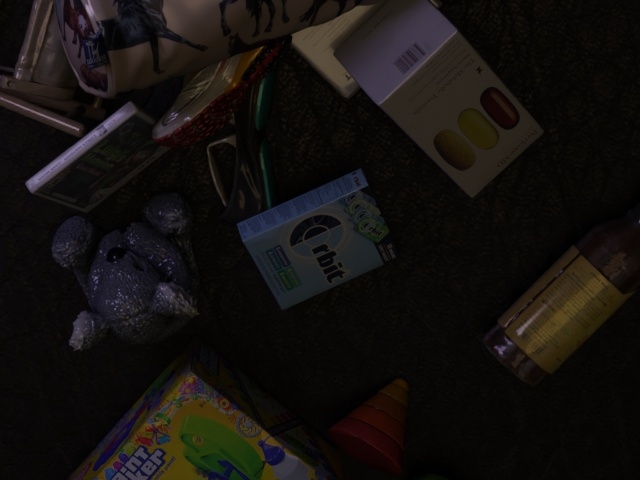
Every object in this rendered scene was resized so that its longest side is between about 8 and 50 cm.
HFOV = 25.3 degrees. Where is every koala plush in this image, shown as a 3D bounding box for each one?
[{"bbox_3d":[-0.243,0.071,1.894,0.196,0.221,0.203,-16,108,-1],"label":"koala plush"}]

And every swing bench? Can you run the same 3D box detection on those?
[{"bbox_3d":[-0.375,-0.298,1.832,0.255,0.165,0.253,19,103,-2],"label":"swing bench"}]

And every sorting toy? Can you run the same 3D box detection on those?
[{"bbox_3d":[0.188,0.321,2.067,0.366,0.127,0.126,35,70,-14],"label":"sorting toy"}]

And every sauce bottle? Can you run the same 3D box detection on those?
[{"bbox_3d":[0.381,0.054,1.988,0.111,0.111,0.344,43,99,-12],"label":"sauce bottle"}]

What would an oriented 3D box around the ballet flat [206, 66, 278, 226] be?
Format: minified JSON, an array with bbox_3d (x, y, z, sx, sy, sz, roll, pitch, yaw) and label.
[{"bbox_3d":[-0.107,-0.146,1.921,0.096,0.095,0.280,2,104,7],"label":"ballet flat"}]

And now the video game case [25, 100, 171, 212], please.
[{"bbox_3d":[-0.279,-0.105,1.874,0.173,0.190,0.022,-37,77,6],"label":"video game case"}]

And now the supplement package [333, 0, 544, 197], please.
[{"bbox_3d":[0.157,-0.191,1.848,0.139,0.134,0.244,-43,135,8],"label":"supplement package"}]

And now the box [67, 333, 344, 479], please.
[{"bbox_3d":[-0.165,0.343,1.995,0.279,0.177,0.290,39,98,-11],"label":"box"}]

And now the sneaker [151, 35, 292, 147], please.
[{"bbox_3d":[-0.138,-0.210,1.835,0.093,0.088,0.225,43,93,16],"label":"sneaker"}]

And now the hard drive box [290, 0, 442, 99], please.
[{"bbox_3d":[0.014,-0.331,1.881,0.181,0.089,0.232,-44,102,8],"label":"hard drive box"}]

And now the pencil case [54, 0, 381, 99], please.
[{"bbox_3d":[-0.111,-0.308,1.705,0.410,0.183,0.160,-22,61,-15],"label":"pencil case"}]

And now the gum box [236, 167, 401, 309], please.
[{"bbox_3d":[0.000,0.000,1.951,0.184,0.041,0.157,-24,135,4],"label":"gum box"}]
